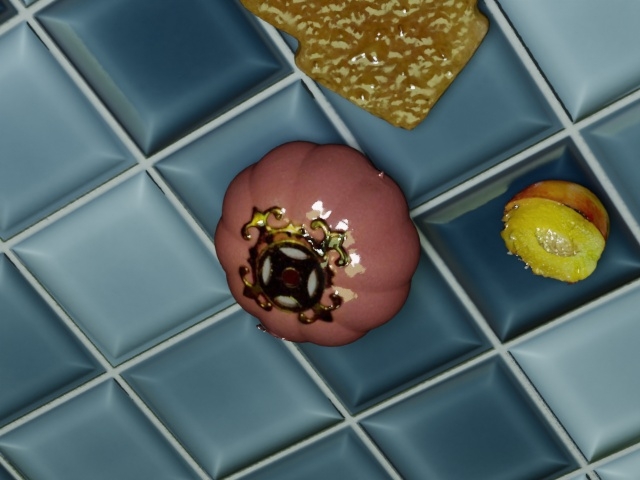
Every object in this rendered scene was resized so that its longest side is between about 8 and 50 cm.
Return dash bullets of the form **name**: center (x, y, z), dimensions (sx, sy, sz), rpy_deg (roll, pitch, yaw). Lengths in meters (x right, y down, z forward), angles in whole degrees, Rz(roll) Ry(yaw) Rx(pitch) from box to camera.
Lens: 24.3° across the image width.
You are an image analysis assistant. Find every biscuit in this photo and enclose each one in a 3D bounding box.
- **biscuit**: center (0.036, -0.224, 1.176), dimensions (0.278, 0.043, 0.301), rpy_deg (-6, 120, 8)

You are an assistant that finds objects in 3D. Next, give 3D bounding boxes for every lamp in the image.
- **lamp**: center (0.000, 0.000, 1.269), dimensions (0.182, 0.140, 0.182), rpy_deg (8, 114, 19)

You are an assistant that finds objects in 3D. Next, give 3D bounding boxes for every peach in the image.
- **peach**: center (0.205, -0.014, 1.280), dimensions (0.098, 0.061, 0.098), rpy_deg (17, 137, 16)
